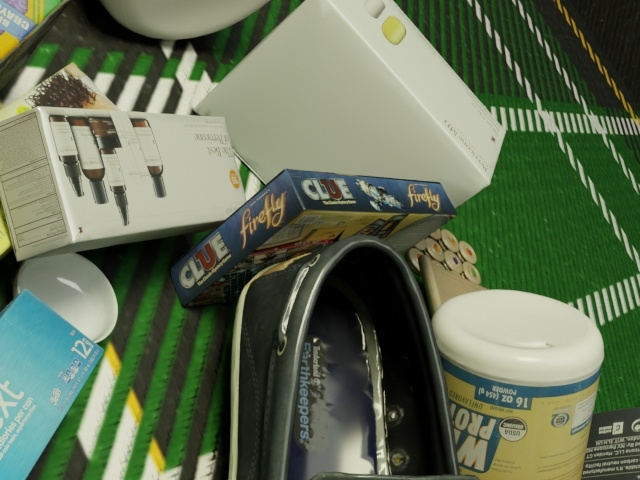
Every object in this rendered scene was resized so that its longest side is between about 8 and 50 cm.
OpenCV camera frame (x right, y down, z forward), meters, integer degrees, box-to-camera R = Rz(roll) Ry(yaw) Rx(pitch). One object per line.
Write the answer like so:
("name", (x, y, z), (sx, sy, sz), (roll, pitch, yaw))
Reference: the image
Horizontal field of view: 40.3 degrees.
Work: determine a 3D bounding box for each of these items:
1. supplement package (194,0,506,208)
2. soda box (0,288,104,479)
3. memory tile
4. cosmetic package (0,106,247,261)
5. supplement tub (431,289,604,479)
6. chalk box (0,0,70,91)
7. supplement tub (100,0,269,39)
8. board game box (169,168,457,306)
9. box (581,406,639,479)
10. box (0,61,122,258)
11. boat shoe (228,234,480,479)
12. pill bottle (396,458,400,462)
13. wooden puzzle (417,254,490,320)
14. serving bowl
("supplement package", (0.038, -0.132, 0.959), (0.262, 0.204, 0.145), (46, 34, -11))
("soda box", (-0.214, 0.126, 0.522), (0.071, 0.067, 0.210), (43, 31, -15))
("memory tile", (0.162, 0.021, 1.148), (0.148, 0.012, 0.113), (30, 39, -31))
("cosmetic package", (-0.147, -0.049, 0.696), (0.239, 0.060, 0.099), (-14, 91, -64))
("supplement tub", (0.158, 0.158, 0.754), (0.144, 0.144, 0.200), (-31, 129, -57))
("chalk box", (-0.299, -0.138, 0.613), (0.132, 0.132, 0.213), (42, 33, -17))
("supplement tub", (-0.177, -0.411, 0.924), (0.241, 0.241, 0.331), (-6, 64, -53))
("board game box", (0.000, 0.000, 0.825), (0.243, 0.165, 0.042), (0, 59, -52))
("box", (0.362, 0.371, 0.812), (0.343, 0.179, 0.313), (40, 51, -30))
("box", (-0.235, -0.056, 0.682), (0.087, 0.058, 0.232), (45, 34, -13))
("boat shoe", (0.028, 0.217, 0.620), (0.186, 0.156, 0.500), (12, 56, -28))
("pill bottle", (0.048, 0.212, 0.774), (0.065, 0.065, 0.116), (8, 53, -48))
("wooden puzzle", (0.202, 0.148, 1.055), (0.238, 0.044, 0.221), (28, 41, -41))
("serving bowl", (-0.197, 0.048, 0.660), (0.083, 0.027, 0.083), (33, 37, -29))
